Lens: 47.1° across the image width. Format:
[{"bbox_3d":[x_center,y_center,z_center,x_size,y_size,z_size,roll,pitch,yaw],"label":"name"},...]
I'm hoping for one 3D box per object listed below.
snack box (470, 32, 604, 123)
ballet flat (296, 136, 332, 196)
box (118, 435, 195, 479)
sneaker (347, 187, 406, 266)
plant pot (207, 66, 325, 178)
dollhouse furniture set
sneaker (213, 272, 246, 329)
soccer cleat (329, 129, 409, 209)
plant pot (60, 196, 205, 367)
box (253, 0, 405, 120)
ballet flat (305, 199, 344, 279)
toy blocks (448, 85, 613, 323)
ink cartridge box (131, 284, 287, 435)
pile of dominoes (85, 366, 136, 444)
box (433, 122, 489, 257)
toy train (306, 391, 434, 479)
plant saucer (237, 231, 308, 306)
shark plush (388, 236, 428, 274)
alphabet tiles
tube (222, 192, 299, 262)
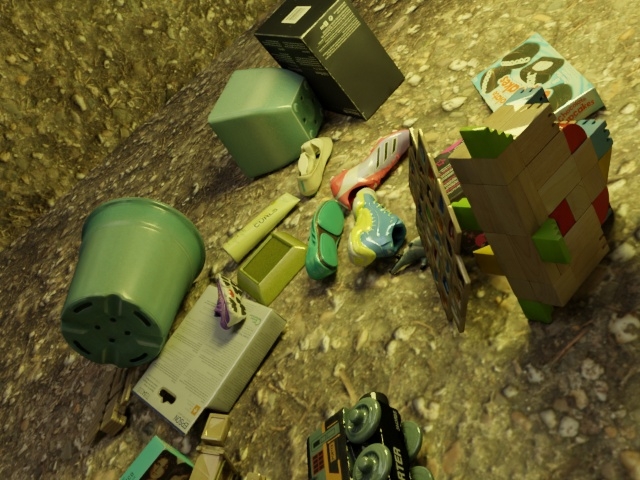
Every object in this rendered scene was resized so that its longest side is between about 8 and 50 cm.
[{"bbox_3d":[0.465,-0.327,1.613,0.187,0.060,0.322,-35,32,15],"label":"snack box"},{"bbox_3d":[-0.022,-0.228,2.033,0.086,0.086,0.248,-24,36,30],"label":"ballet flat"},{"bbox_3d":[-0.374,0.532,1.500,0.244,0.100,0.060,-51,33,-12],"label":"box"},{"bbox_3d":[0.136,-0.034,1.637,0.126,0.091,0.240,-8,42,18],"label":"sneaker"},{"bbox_3d":[-0.137,-0.368,2.197,0.252,0.248,0.247,-6,46,31],"label":"plant pot"},{"bbox_3d":[-0.154,0.443,1.397,0.161,0.101,0.182,3,49,19],"label":"dollhouse furniture set"},{"bbox_3d":[-0.223,0.140,1.700,0.071,0.068,0.170,-44,31,15],"label":"sneaker"},{"bbox_3d":[0.136,-0.175,1.809,0.248,0.083,0.095,-36,61,3],"label":"soccer cleat"},{"bbox_3d":[-0.493,0.121,1.882,0.341,0.341,0.334,-28,31,24],"label":"plant pot"},{"bbox_3d":[0.021,-0.539,2.138,0.179,0.312,0.343,-47,32,-7],"label":"box"},{"bbox_3d":[0.000,0.000,1.738,0.087,0.083,0.247,-41,26,33],"label":"ballet flat"},{"bbox_3d":[0.370,-0.091,1.177,0.261,0.381,0.191,-44,28,-23],"label":"toy blocks"},{"bbox_3d":[-0.266,0.276,1.718,0.324,0.071,0.330,13,65,55],"label":"ink cartridge box"},{"bbox_3d":[-0.516,0.393,1.895,0.196,0.040,0.251,-46,24,26],"label":"pile of dominoes"},{"bbox_3d":[0.335,-0.114,1.406,0.247,0.163,0.142,-35,36,15],"label":"box"},{"bbox_3d":[0.072,0.395,1.133,0.190,0.142,0.334,-43,31,25],"label":"toy train"},{"bbox_3d":[-0.126,0.058,1.842,0.188,0.045,0.188,-49,31,-8],"label":"plant saucer"},{"bbox_3d":[0.203,0.027,1.497,0.161,0.073,0.067,-26,65,19],"label":"shark plush"},{"bbox_3d":[0.205,-0.022,1.301,0.011,0.285,0.342,-12,55,-2],"label":"alphabet tiles"},{"bbox_3d":[-0.161,-0.042,1.996,0.240,0.062,0.070,-43,71,-8],"label":"tube"}]
